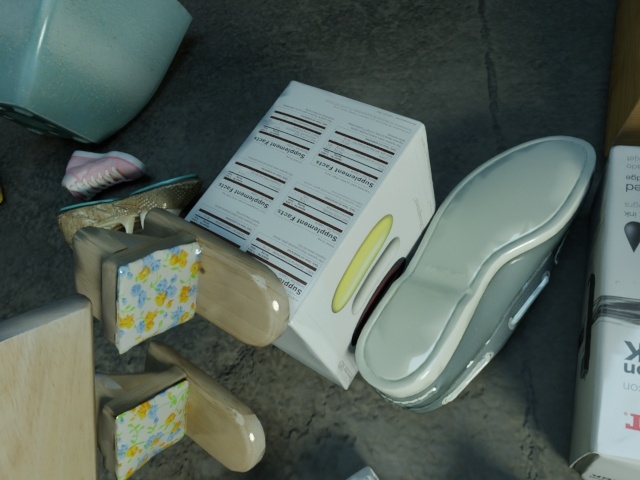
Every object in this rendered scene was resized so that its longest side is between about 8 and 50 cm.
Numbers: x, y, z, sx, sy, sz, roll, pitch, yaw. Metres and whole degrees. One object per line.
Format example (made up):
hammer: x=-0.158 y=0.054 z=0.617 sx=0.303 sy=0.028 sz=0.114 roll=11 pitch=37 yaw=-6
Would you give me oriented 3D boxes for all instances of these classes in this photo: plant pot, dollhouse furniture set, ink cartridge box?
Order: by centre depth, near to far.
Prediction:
dollhouse furniture set: x=-0.167 y=0.234 z=0.331 sx=0.256 sy=0.395 sz=0.362 roll=26 pitch=31 yaw=29
ink cartridge box: x=0.324 y=0.070 z=0.443 sx=0.196 sy=0.114 sz=0.273 roll=7 pitch=65 yaw=20
plant pot: x=-0.386 y=-0.287 z=0.800 sx=0.247 sy=0.247 sz=0.253 roll=13 pitch=83 yaw=23

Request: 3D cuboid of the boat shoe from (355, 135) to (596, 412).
boat shoe: x=0.160 y=0.030 z=0.534 sx=0.319 sy=0.099 sz=0.116 roll=-49 pitch=43 yaw=-14

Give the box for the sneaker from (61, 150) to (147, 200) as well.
sneaker: x=-0.307 y=-0.086 z=0.768 sx=0.134 sy=0.051 sz=0.070 roll=7 pitch=65 yaw=24

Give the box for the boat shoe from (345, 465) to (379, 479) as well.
boat shoe: x=0.080 y=0.267 z=0.445 sx=0.063 sy=0.066 sz=0.184 roll=-42 pitch=49 yaw=-8

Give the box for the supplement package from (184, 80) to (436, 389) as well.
supplement package: x=0.000 y=0.000 z=0.536 sx=0.149 sy=0.194 sz=0.203 roll=26 pitch=72 yaw=28

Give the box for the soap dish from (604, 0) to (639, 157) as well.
soap dish: x=0.433 y=-0.209 z=0.566 sx=0.228 sy=0.118 sz=0.291 roll=8 pitch=65 yaw=21

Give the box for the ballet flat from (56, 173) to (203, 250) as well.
ballet flat: x=-0.243 y=-0.030 z=0.717 sx=0.206 sy=0.073 sz=0.067 roll=-14 pitch=85 yaw=12

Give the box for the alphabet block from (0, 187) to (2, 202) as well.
alphabet block: x=-0.622 y=-0.122 z=0.802 sx=0.192 sy=0.193 sz=0.197 roll=-34 pitch=57 yaw=-2
